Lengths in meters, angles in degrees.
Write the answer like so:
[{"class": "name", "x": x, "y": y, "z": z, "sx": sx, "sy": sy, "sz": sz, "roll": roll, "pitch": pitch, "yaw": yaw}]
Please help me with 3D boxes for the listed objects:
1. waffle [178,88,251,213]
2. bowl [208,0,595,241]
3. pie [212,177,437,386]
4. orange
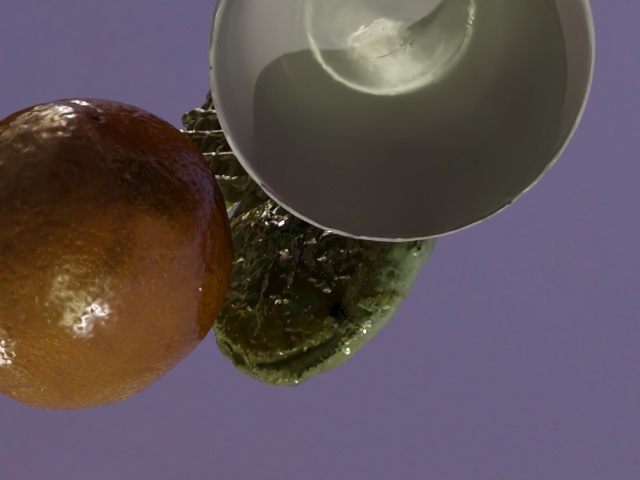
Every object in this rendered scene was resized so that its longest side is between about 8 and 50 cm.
[{"class": "waffle", "x": -0.078, "y": -0.108, "z": 1.603, "sx": 0.183, "sy": 0.036, "sz": 0.169, "roll": -37, "pitch": -138, "yaw": 9}, {"class": "bowl", "x": 0.056, "y": -0.156, "z": 1.228, "sx": 0.287, "sy": 0.287, "sz": 0.144, "roll": -39, "pitch": -160, "yaw": 13}, {"class": "pie", "x": 0.000, "y": 0.000, "z": 1.422, "sx": 0.277, "sy": 0.078, "sz": 0.277, "roll": -31, "pitch": -147, "yaw": 24}, {"class": "orange", "x": -0.204, "y": 0.016, "z": 1.319, "sx": 0.264, "sy": 0.264, "sz": 0.264, "roll": -13, "pitch": -116, "yaw": 28}]
